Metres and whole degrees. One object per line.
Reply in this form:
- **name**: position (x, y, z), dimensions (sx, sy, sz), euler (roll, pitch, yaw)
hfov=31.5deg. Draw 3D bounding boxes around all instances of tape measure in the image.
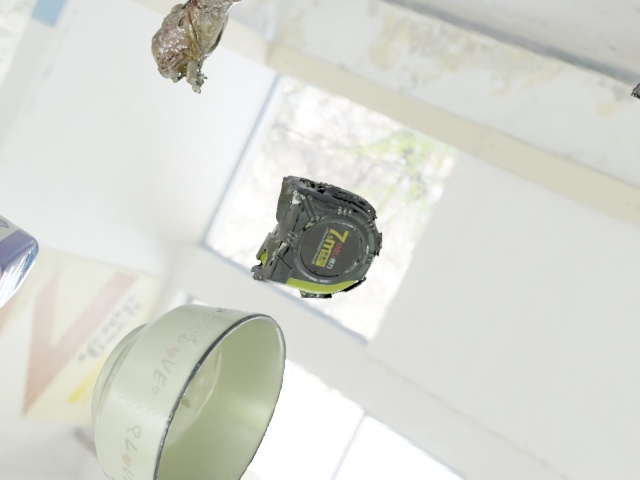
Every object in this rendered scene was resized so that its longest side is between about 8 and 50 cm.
- **tape measure**: position (0.000, 0.000, 1.854), dimensions (0.186, 0.199, 0.112), euler (17, -158, -18)

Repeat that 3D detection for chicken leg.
- **chicken leg**: position (-0.147, -0.280, 1.450), dimensions (0.080, 0.196, 0.125), euler (23, -148, -26)

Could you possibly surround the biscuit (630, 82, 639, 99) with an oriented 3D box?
- **biscuit**: position (0.546, -0.188, 1.490), dimensions (0.151, 0.063, 0.235), euler (-23, -142, -32)

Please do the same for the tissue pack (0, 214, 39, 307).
- **tissue pack**: position (-0.514, 0.026, 1.506), dimensions (0.209, 0.137, 0.270), euler (33, -168, -7)

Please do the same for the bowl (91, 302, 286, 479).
- **bowl**: position (-0.144, 0.163, 1.151), dimensions (0.126, 0.238, 0.238), euler (22, -176, 23)
